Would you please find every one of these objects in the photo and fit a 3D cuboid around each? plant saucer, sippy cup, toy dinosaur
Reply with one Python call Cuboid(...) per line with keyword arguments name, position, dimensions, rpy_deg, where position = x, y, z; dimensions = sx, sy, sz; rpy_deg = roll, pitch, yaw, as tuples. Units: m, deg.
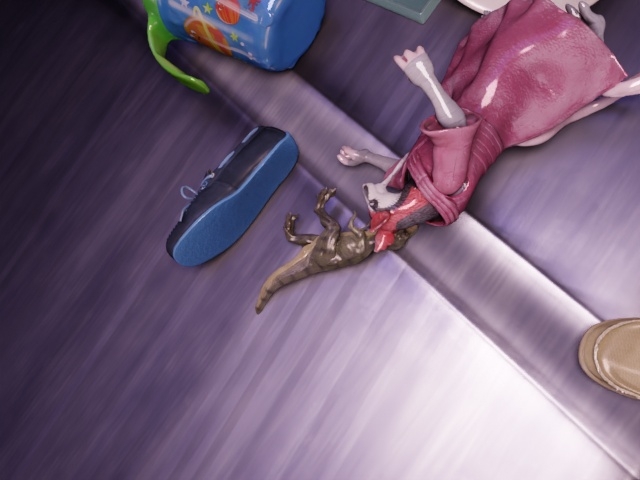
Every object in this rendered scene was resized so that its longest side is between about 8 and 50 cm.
Cuboid(name="plant saucer", position=(0.108, -0.419, 0.886), dimensions=(0.192, 0.018, 0.067), rpy_deg=(34, 87, 23))
Cuboid(name="sippy cup", position=(-0.121, -0.390, 0.854), dimensions=(0.224, 0.240, 0.306), rpy_deg=(33, 125, 14))
Cuboid(name="toy dinosaur", position=(0.000, 0.000, 0.773), dimensions=(0.268, 0.064, 0.118), rpy_deg=(-25, 74, 13))

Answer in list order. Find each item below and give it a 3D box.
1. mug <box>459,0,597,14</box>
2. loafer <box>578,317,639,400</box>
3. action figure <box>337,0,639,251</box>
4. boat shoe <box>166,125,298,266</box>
Cuboid(name="mug", position=(0.285, -0.516, 0.742), dimensions=(0.374, 0.276, 0.328), rpy_deg=(14, 71, 53))
Cuboid(name="loafer", position=(0.422, 0.135, 0.569), dimensions=(0.268, 0.092, 0.102), rpy_deg=(7, 76, 20))
Cuboid(name="action figure", position=(0.188, -0.125, 0.701), dimensions=(0.275, 0.248, 0.370), rpy_deg=(35, 83, -3))
Cuboid(name="boat shoe", position=(-0.141, -0.070, 0.832), dimensions=(0.089, 0.109, 0.258), rpy_deg=(34, 70, 31))
